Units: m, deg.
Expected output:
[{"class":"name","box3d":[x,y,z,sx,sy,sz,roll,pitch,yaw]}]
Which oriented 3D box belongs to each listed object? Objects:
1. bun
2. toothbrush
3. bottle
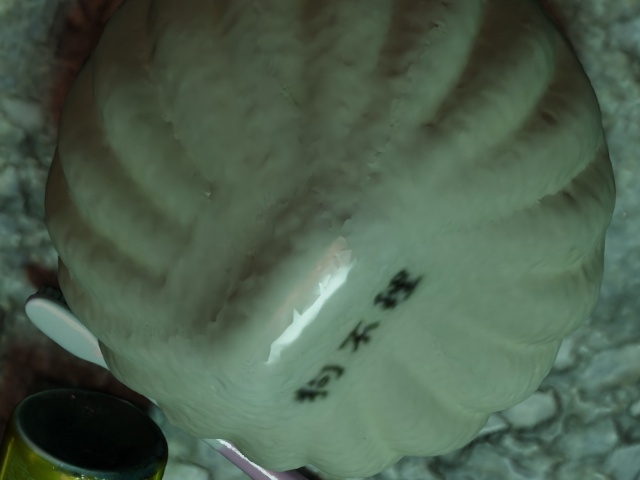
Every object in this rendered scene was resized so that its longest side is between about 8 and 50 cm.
[{"class":"bun","box3d":[0.000,0.000,0.574,0.263,0.175,0.263,2,112,5]},{"class":"toothbrush","box3d":[-0.032,0.113,0.699,0.286,0.025,0.020,39,107,-11]},{"class":"bottle","box3d":[-0.154,0.218,0.715,0.082,0.082,0.286,19,111,-2]}]
